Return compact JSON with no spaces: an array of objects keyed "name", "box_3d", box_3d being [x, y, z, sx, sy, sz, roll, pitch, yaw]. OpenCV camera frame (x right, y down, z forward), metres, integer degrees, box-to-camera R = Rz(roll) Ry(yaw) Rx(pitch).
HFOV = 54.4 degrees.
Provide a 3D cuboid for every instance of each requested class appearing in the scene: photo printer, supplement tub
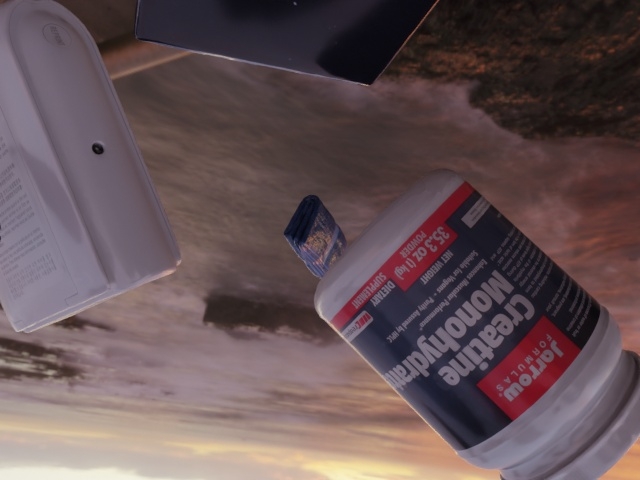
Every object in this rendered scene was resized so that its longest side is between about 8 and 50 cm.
[{"name":"photo printer","box_3d":[-0.294,-0.073,0.653,0.256,0.307,0.107,-22,-179,42]},{"name":"supplement tub","box_3d":[0.146,0.084,0.584,0.272,0.191,0.191,44,162,7]}]

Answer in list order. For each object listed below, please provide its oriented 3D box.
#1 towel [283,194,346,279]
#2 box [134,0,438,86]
[{"name":"towel","box_3d":[0.000,0.000,0.748,0.029,0.067,0.119,16,160,29]},{"name":"box","box_3d":[0.012,-0.317,0.334,0.179,0.312,0.343,7,159,-19]}]
